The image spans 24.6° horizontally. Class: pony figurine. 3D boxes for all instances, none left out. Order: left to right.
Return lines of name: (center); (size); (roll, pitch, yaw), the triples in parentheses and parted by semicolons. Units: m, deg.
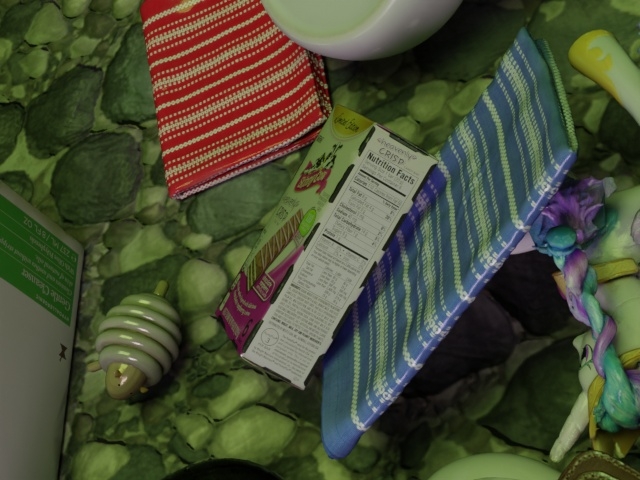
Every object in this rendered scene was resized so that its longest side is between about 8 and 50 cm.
pony figurine: (0.293, -0.023, 1.155); (0.351, 0.303, 0.363); (-33, 41, 21)

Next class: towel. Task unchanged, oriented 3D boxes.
towel: (-0.096, -0.192, 1.573); (0.198, 0.031, 0.275); (-23, 56, 16)
towel: (0.092, -0.001, 1.218); (0.336, 0.040, 0.243); (-55, 16, 26)

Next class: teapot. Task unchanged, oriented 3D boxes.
teapot: (0.062, -0.294, 1.458); (0.252, 0.187, 0.256); (-43, 66, 34)

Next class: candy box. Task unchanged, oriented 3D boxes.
candy box: (0.000, 0.000, 1.316); (0.233, 0.071, 0.159); (-59, 16, 3)

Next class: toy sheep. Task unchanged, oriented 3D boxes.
toy sheep: (-0.176, 0.095, 1.427); (0.091, 0.091, 0.132); (-1, 59, 27)

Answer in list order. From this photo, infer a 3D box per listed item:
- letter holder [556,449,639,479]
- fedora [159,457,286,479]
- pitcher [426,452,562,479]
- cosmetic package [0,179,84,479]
letter holder: (0.257, 0.266, 0.898); (0.302, 0.152, 0.214); (38, 63, 7)
fedora: (-0.158, 0.317, 1.221); (0.334, 0.152, 0.334); (-19, 55, 31)
pitcher: (0.141, 0.214, 1.111); (0.207, 0.177, 0.126); (-11, 54, 54)
cosmetic package: (-0.358, 0.140, 1.428); (0.155, 0.197, 0.366); (-11, 61, 21)
